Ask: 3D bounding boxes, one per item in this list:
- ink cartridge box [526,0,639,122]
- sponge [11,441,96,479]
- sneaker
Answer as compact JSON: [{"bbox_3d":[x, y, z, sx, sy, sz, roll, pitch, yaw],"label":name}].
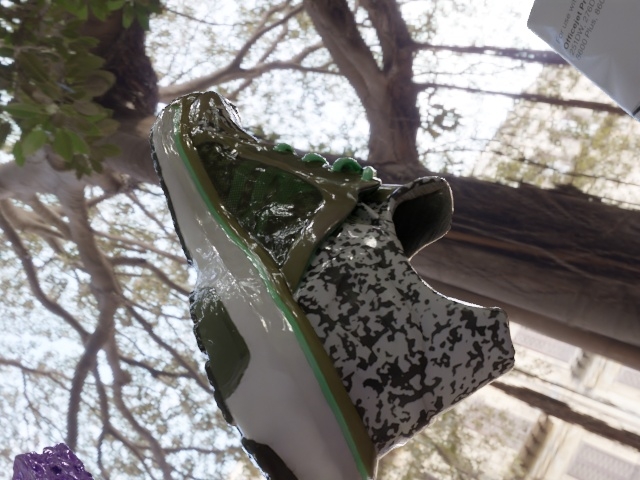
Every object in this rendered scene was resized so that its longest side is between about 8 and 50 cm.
[{"bbox_3d":[0.386,-0.138,0.517,0.285,0.395,0.166,-10,-44,-22],"label":"ink cartridge box"},{"bbox_3d":[-0.141,0.227,0.399,0.031,0.117,0.210,-9,-56,-49],"label":"sponge"},{"bbox_3d":[0.000,0.000,0.517,0.182,0.410,0.158,-22,-49,-4],"label":"sneaker"}]
